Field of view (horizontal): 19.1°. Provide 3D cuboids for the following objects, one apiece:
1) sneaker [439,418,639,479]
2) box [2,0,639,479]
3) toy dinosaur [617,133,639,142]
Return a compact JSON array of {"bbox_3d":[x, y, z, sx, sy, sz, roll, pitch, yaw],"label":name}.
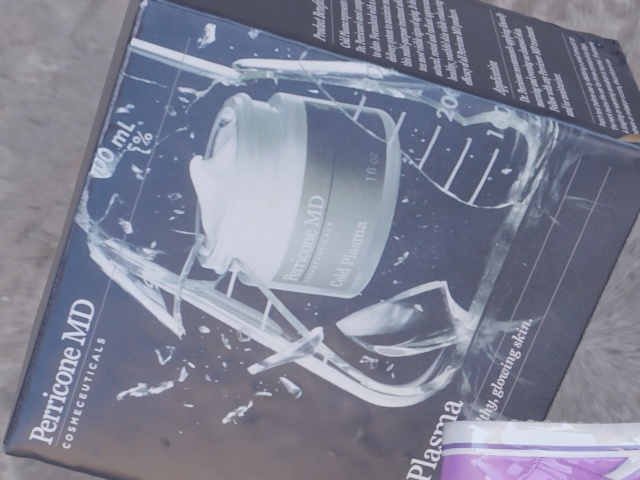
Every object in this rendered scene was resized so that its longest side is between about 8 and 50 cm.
[{"bbox_3d":[0.230,0.216,1.408,0.282,0.102,0.161,-2,75,10],"label":"sneaker"},{"bbox_3d":[0.000,0.000,1.794,0.472,0.297,0.480,17,115,-7],"label":"box"},{"bbox_3d":[0.225,-0.103,0.935,0.064,0.112,0.211,23,116,-7],"label":"toy dinosaur"}]
